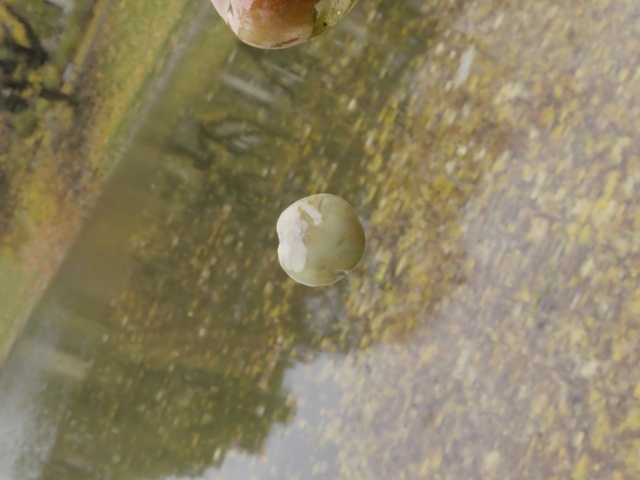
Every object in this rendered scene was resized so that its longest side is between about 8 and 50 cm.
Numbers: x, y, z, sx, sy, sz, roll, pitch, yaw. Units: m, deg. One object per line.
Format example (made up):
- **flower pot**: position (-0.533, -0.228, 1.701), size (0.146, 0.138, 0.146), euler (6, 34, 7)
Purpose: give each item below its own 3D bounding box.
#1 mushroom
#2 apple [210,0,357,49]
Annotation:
- **mushroom**: position (0.000, 0.000, 1.752), size (0.148, 0.148, 0.112), euler (-60, 29, 22)
- **apple**: position (-0.037, -0.307, 1.304), size (0.199, 0.199, 0.199), euler (-59, 15, 27)
